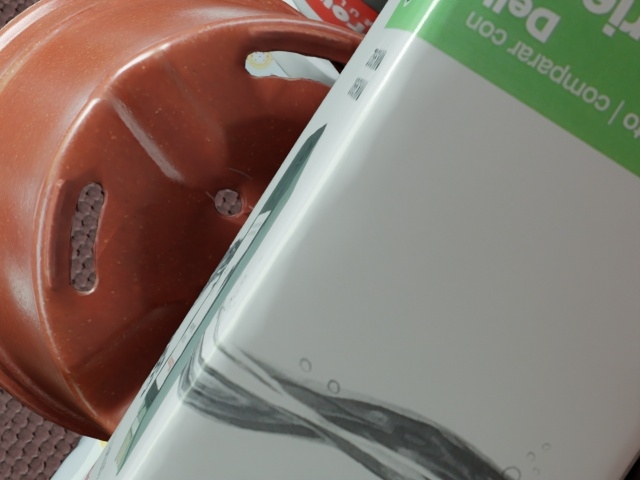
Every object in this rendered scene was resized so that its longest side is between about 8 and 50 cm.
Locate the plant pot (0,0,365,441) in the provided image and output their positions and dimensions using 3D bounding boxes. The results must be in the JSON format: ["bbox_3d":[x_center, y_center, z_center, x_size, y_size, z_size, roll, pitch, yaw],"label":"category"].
[{"bbox_3d":[-0.053,-0.006,0.828,0.272,0.272,0.265,-58,15,-4],"label":"plant pot"}]

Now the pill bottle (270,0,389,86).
[{"bbox_3d":[0.087,-0.209,0.947,0.210,0.210,0.363,-60,5,-24],"label":"pill bottle"}]

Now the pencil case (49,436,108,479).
[{"bbox_3d":[-0.130,0.166,1.251,0.273,0.113,0.124,-57,-4,-2],"label":"pencil case"}]

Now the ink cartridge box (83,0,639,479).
[{"bbox_3d":[0.027,0.030,0.545,0.289,0.122,0.211,-57,5,4],"label":"ink cartridge box"}]

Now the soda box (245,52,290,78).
[{"bbox_3d":[-0.001,-0.094,1.211,0.063,0.183,0.058,-59,5,-3],"label":"soda box"}]
